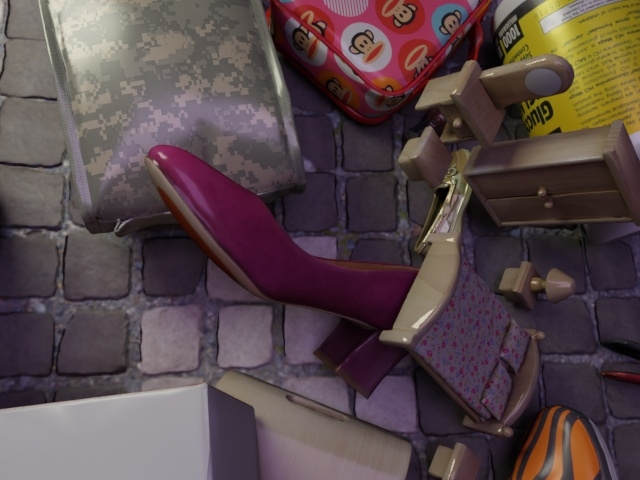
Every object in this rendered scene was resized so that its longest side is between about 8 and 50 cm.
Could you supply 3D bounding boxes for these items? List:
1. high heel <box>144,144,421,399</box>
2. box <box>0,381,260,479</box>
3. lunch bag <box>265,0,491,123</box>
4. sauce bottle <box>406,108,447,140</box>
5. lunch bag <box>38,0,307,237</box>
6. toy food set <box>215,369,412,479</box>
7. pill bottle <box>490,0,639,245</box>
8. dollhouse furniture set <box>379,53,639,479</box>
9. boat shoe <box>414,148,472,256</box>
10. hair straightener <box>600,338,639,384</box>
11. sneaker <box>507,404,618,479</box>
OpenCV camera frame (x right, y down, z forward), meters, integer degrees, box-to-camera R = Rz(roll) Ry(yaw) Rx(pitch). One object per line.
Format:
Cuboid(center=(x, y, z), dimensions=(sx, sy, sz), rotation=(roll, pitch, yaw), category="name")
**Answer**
Cuboid(center=(0.000, 0.000, 0.589), dimensions=(0.181, 0.127, 0.377), rotation=(-48, 126, -10), category="high heel")
Cuboid(center=(-0.232, 0.231, 0.458), dimensions=(0.345, 0.215, 0.168), rotation=(-7, 69, 0), category="box")
Cuboid(center=(0.100, -0.304, 0.742), dimensions=(0.258, 0.120, 0.293), rotation=(42, 73, 1), category="lunch bag")
Cuboid(center=(0.170, -0.170, 0.763), dimensions=(0.128, 0.042, 0.042), rotation=(-34, 84, -15), category="sauce bottle")
Cuboid(center=(-0.160, -0.150, 0.633), dimensions=(0.235, 0.169, 0.287), rotation=(-12, 74, -13), category="lunch bag")
Cuboid(center=(-0.057, 0.314, 0.588), dimensions=(0.219, 0.092, 0.306), rotation=(20, 72, 7), category="toy food set")
Cuboid(center=(0.357, -0.171, 0.720), dimensions=(0.187, 0.188, 0.334), rotation=(-14, 79, -13), category="pill bottle")
Cuboid(center=(0.183, 0.046, 0.561), dimensions=(0.303, 0.173, 0.356), rotation=(46, 60, -31), category="dollhouse furniture set")
Cuboid(center=(0.158, -0.049, 0.725), dimensions=(0.048, 0.056, 0.153), rotation=(16, 81, -11), category="boat shoe")
Cuboid(center=(0.473, 0.153, 0.734), dimensions=(0.230, 0.047, 0.089), rotation=(11, 75, -7), category="hair straightener")
Cuboid(center=(0.196, 0.319, 0.581), dimensions=(0.180, 0.124, 0.321), rotation=(23, 72, -24), category="sneaker")
